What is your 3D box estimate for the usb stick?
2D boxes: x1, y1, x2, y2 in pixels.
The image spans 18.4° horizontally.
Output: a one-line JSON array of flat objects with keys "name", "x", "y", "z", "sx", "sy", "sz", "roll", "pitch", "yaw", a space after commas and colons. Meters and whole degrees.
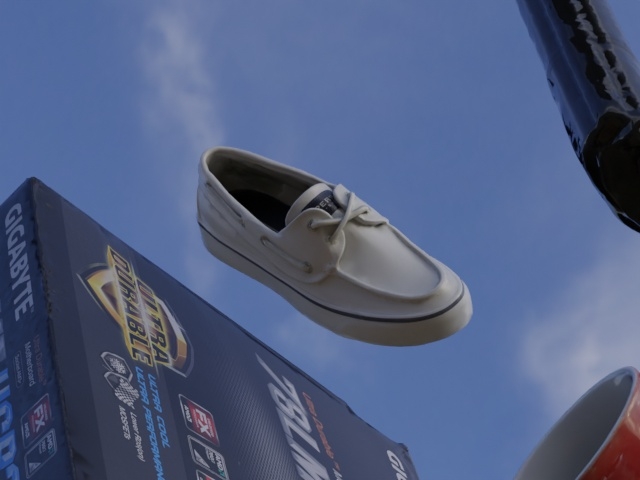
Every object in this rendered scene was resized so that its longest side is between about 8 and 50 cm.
[{"name": "usb stick", "x": 0.130, "y": -0.104, "z": 0.997, "sx": 0.045, "sy": 0.278, "sz": 0.077, "roll": -31, "pitch": -55, "yaw": 13}]

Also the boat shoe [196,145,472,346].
[{"name": "boat shoe", "x": 0.000, "y": 0.000, "z": 1.479, "sx": 0.258, "sy": 0.095, "sz": 0.084, "roll": 21, "pitch": -43, "yaw": 33}]

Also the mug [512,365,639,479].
[{"name": "mug", "x": 0.181, "y": 0.165, "z": 1.019, "sx": 0.169, "sy": 0.113, "sz": 0.150, "roll": 39, "pitch": -29, "yaw": -4}]

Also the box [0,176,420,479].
[{"name": "box", "x": -0.037, "y": 0.141, "z": 0.936, "sx": 0.293, "sy": 0.295, "sz": 0.073, "roll": 36, "pitch": -71, "yaw": -31}]
